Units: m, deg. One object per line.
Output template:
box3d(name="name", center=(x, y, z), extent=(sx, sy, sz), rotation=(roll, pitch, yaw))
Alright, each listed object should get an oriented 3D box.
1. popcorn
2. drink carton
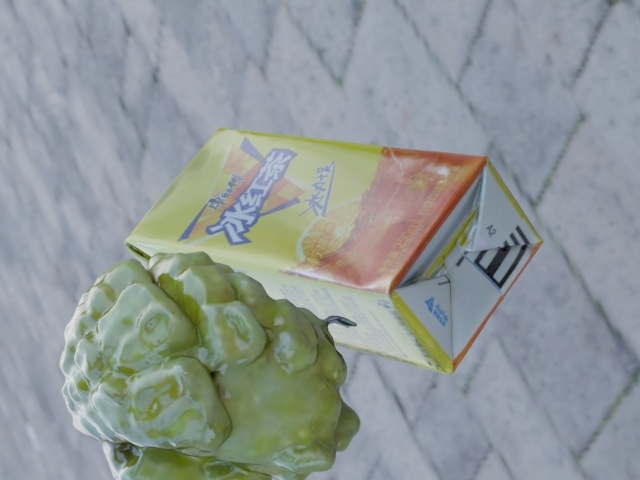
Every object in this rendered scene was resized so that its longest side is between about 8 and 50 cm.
box3d(name="popcorn", center=(-0.059, 0.077, 0.896), extent=(0.173, 0.142, 0.173), rotation=(19, 144, 14))
box3d(name="drink carton", center=(0.000, 0.000, 1.360), extent=(0.351, 0.154, 0.111), rotation=(11, 146, 48))
